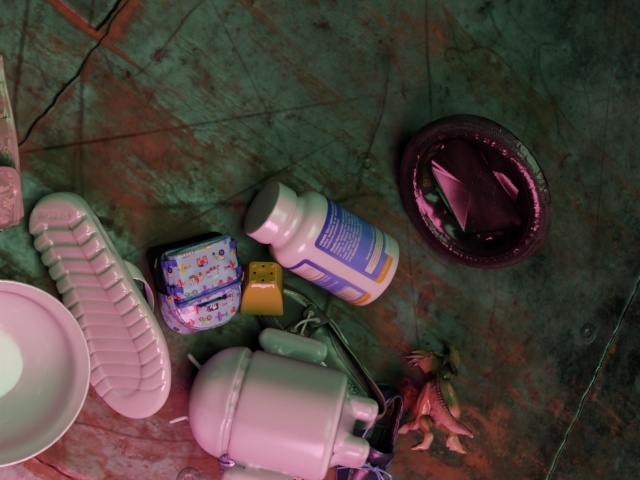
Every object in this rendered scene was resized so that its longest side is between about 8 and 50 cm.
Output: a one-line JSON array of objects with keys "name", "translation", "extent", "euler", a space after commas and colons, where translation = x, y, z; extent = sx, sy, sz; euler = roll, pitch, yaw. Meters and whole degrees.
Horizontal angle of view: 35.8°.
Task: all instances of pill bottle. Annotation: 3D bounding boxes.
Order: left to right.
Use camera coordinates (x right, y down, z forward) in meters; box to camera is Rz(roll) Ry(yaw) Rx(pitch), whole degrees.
[{"name": "pill bottle", "translation": [0.000, 0.000, 1.837], "extent": [0.272, 0.152, 0.152], "euler": [30, 79, -25]}]

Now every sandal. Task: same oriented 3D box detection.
[{"name": "sandal", "translation": [-0.349, 0.102, 1.682], "extent": [0.102, 0.169, 0.416], "euler": [-44, 117, -62]}]

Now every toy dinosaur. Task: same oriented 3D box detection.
[{"name": "toy dinosaur", "translation": [0.229, 0.300, 1.932], "extent": [0.127, 0.296, 0.200], "euler": [8, 90, -3]}]

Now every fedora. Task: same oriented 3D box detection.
[{"name": "fedora", "translation": [0.322, -0.115, 1.971], "extent": [0.334, 0.334, 0.152], "euler": [61, 37, -16]}]

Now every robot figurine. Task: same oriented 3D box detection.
[{"name": "robot figurine", "translation": [-0.081, 0.304, 1.745], "extent": [0.353, 0.200, 0.300], "euler": [14, 64, 3]}]

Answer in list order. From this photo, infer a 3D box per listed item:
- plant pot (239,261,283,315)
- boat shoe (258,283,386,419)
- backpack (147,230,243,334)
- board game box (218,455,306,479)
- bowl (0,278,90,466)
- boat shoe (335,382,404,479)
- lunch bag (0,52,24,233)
[{"name": "plant pot", "translation": [-0.106, 0.080, 1.794], "extent": [0.081, 0.083, 0.081], "euler": [1, 55, -4]}, {"name": "boat shoe", "translation": [0.011, 0.208, 1.865], "extent": [0.112, 0.095, 0.335], "euler": [-43, 102, -24]}, {"name": "backpack", "translation": [-0.211, 0.083, 1.752], "extent": [0.158, 0.117, 0.173], "euler": [-15, 102, -25]}, {"name": "board game box", "translation": [-0.085, 0.452, 1.867], "extent": [0.194, 0.060, 0.194], "euler": [-13, 98, -27]}, {"name": "bowl", "translation": [-0.530, 0.203, 1.580], "extent": [0.298, 0.134, 0.298], "euler": [-1, 93, -28]}, {"name": "boat shoe", "translation": [0.096, 0.409, 1.942], "extent": [0.109, 0.089, 0.258], "euler": [13, 86, -27]}, {"name": "lunch bag", "translation": [-0.593, -0.131, 1.516], "extent": [0.235, 0.169, 0.287], "euler": [-14, 106, -30]}]
